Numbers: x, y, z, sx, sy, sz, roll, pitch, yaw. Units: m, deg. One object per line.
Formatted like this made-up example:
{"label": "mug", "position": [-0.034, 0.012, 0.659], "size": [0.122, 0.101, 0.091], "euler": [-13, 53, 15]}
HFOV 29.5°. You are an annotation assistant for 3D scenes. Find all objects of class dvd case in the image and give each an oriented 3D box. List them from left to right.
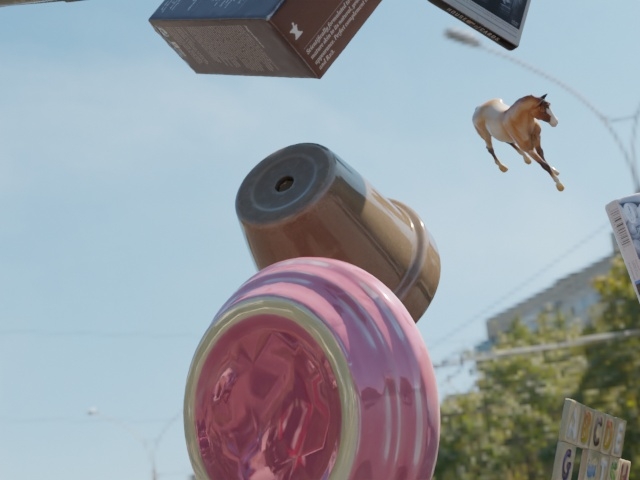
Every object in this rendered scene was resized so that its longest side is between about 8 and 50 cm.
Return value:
{"label": "dvd case", "position": [0.282, -0.458, 2.026], "size": [0.179, 0.239, 0.029], "euler": [26, -22, -21]}

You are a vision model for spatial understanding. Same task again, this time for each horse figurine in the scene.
{"label": "horse figurine", "position": [0.320, -0.177, 2.015], "size": [0.066, 0.174, 0.263], "euler": [-39, 26, -9]}

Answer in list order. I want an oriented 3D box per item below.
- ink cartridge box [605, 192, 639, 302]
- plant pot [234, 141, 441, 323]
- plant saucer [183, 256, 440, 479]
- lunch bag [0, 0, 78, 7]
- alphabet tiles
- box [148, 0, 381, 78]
{"label": "ink cartridge box", "position": [0.566, 0.014, 1.880], "size": [0.208, 0.206, 0.045], "euler": [-14, -11, -21]}
{"label": "plant pot", "position": [0.000, 0.000, 1.621], "size": [0.263, 0.263, 0.229], "euler": [-13, -45, 25]}
{"label": "plant saucer", "position": [-0.031, 0.182, 1.269], "size": [0.332, 0.332, 0.084], "euler": [-18, -15, 39]}
{"label": "lunch bag", "position": [-0.243, -0.359, 1.032], "size": [0.305, 0.256, 0.212], "euler": [-9, -27, 4]}
{"label": "alphabet tiles", "position": [0.265, 0.269, 1.206], "size": [0.009, 0.198, 0.237], "euler": [6, -10, 31]}
{"label": "box", "position": [-0.091, -0.370, 1.923], "size": [0.143, 0.191, 0.381], "euler": [47, -18, -30]}
